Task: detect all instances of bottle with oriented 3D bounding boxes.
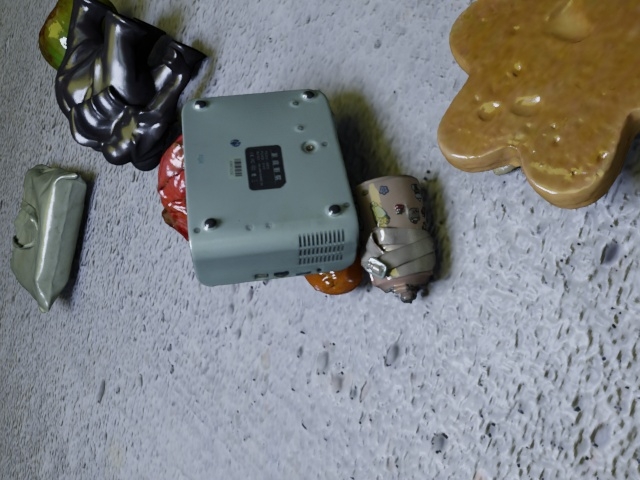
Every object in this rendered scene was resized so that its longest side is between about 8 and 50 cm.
[{"bbox_3d":[0.091,0.002,0.738,0.099,0.099,0.152,-19,75,39],"label":"bottle"}]

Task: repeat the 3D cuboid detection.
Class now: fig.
[{"bbox_3d":[-0.500,-0.423,1.271,0.181,0.181,0.191,-21,97,39],"label":"fig"}]

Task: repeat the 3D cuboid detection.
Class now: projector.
[{"bbox_3d":[-0.069,-0.077,0.767,0.108,0.198,0.250,94,168,-55],"label":"projector"}]

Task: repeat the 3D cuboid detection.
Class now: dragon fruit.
[{"bbox_3d":[-0.149,-0.072,0.924,0.317,0.152,0.205,-43,60,30],"label":"dragon fruit"}]

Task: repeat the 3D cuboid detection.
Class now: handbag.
[{"bbox_3d":[-0.633,-0.017,1.386,0.253,0.109,0.315,17,98,46],"label":"handbag"}]

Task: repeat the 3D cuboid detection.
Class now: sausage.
[{"bbox_3d":[0.000,0.000,0.834,0.089,0.089,0.179,-44,55,30],"label":"sausage"}]

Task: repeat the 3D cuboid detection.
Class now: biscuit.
[{"bbox_3d":[0.266,-0.209,0.595,0.275,0.052,0.354,25,89,36],"label":"biscuit"}]

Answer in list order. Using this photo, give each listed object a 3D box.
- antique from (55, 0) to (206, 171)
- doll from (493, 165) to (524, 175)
[{"bbox_3d":[-0.373,-0.288,1.127,0.322,0.185,0.255,33,103,32],"label":"antique"},{"bbox_3d":[0.233,-0.105,0.667,0.093,0.051,0.061,133,124,-63],"label":"doll"}]
